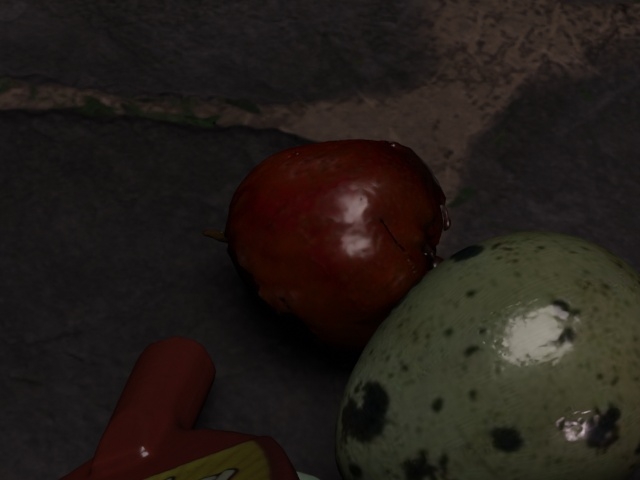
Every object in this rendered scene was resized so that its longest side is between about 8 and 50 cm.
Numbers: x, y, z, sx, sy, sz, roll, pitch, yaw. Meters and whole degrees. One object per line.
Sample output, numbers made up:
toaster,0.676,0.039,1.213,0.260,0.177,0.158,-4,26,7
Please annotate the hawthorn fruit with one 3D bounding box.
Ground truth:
hawthorn fruit,0.000,0.000,1.205,0.172,0.148,0.148,8,51,12

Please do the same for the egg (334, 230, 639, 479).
egg,0.113,0.092,1.116,0.228,0.177,0.177,-27,57,-6

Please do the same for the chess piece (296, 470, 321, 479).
chess piece,-0.067,0.268,0.974,0.194,0.195,0.299,24,45,14

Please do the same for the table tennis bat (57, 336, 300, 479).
table tennis bat,-0.124,0.167,1.001,0.268,0.051,0.415,-21,19,17
